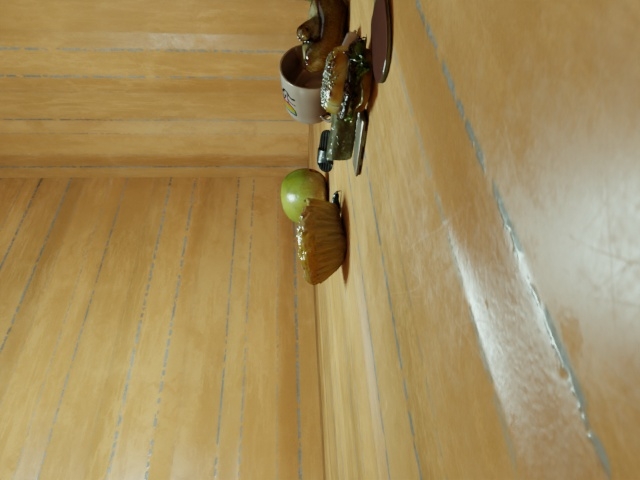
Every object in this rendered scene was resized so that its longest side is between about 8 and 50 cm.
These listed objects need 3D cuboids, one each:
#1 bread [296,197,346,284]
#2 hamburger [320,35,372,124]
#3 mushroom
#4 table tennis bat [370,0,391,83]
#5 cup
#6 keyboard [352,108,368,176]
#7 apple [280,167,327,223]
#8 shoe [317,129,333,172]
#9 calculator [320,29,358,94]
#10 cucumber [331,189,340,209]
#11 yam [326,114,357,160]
[{"bbox_3d":[0.000,0.000,1.616,0.274,0.149,0.274,-5,-90,-89],"label":"bread"},{"bbox_3d":[0.052,-0.332,1.087,0.189,0.093,0.164,118,157,-68],"label":"hamburger"},{"bbox_3d":[0.016,-0.599,1.516,0.194,0.138,0.231,-66,-10,-65],"label":"mushroom"},{"bbox_3d":[0.105,-0.402,0.935,0.138,0.022,0.246,117,150,-81],"label":"table tennis bat"},{"bbox_3d":[-0.017,-0.484,1.738,0.253,0.191,0.200,52,165,21],"label":"cup"},{"bbox_3d":[0.090,-0.222,1.199,0.166,0.017,0.055,94,170,-52],"label":"keyboard"},{"bbox_3d":[-0.066,-0.185,2.236,0.261,0.194,0.261,-2,-90,-87],"label":"apple"},{"bbox_3d":[0.016,-0.334,1.949,0.053,0.062,0.159,26,-112,-81],"label":"shoe"},{"bbox_3d":[0.047,-0.427,1.280,0.100,0.032,0.175,-110,45,-81],"label":"calculator"},{"bbox_3d":[0.046,-0.103,1.731,0.043,0.039,0.163,-126,27,-45],"label":"cucumber"},{"bbox_3d":[0.058,-0.281,1.310,0.068,0.068,0.169,-100,19,-69],"label":"yam"}]
